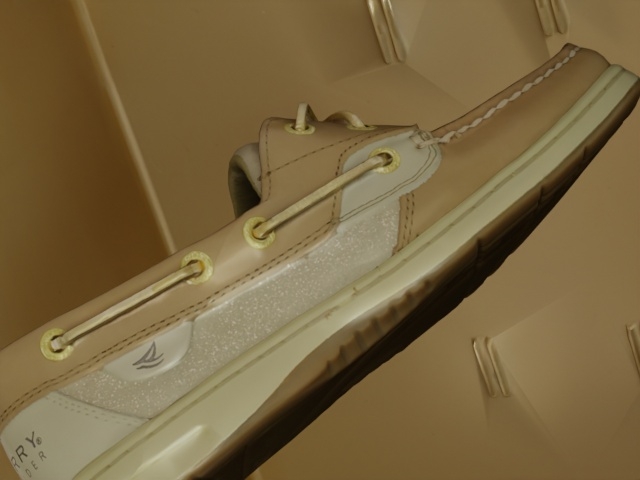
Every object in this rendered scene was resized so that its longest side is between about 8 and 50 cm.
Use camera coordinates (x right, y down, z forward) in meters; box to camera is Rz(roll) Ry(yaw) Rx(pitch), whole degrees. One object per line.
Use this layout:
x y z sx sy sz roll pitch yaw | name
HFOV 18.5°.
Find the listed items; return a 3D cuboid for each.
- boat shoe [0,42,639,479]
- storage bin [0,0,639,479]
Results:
0.000 0.000 0.345 0.135 0.045 0.050 -37 168 -24 | boat shoe
0.045 0.014 0.407 0.123 0.262 0.260 -52 128 -53 | storage bin
